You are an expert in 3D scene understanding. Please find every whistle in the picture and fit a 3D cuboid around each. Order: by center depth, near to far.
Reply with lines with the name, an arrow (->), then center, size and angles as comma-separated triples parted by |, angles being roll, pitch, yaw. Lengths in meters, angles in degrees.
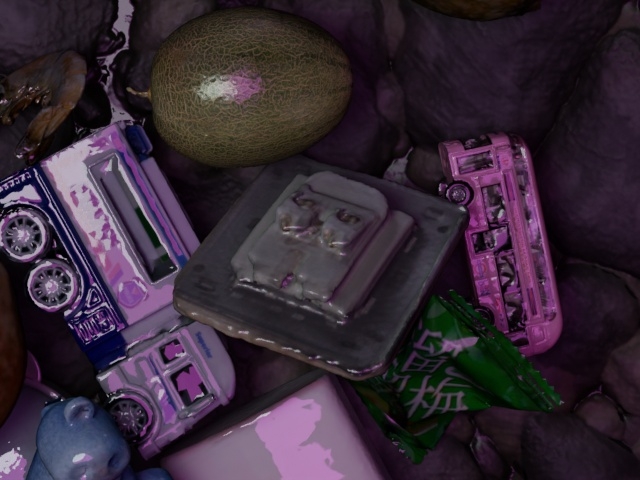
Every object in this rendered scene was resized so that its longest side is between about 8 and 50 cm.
whistle -> -0.196, 0.235, 1.269 | 0.180, 0.093, 0.269 | -17, 126, -26

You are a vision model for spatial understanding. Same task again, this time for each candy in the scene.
candy -> 0.100, 0.112, 1.336 | 0.141, 0.203, 0.078 | 33, 55, -22

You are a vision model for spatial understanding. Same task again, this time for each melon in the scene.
melon -> -0.068, -0.130, 1.311 | 0.192, 0.139, 0.139 | -5, 96, -5

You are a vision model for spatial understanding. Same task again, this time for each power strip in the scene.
power strip -> 0.000, 0.000, 1.270 | 0.198, 0.213, 0.064 | 17, 137, 18

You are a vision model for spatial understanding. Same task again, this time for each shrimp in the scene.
shrimp -> -0.275, -0.088, 1.316 | 0.195, 0.148, 0.035 | -37, 126, 7

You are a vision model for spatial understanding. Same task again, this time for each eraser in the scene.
eraser -> -0.005, 0.269, 1.374 | 0.174, 0.095, 0.270 | -28, 96, 7

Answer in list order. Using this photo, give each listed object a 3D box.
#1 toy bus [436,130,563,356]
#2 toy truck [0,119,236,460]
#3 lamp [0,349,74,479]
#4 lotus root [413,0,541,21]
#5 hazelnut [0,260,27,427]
toy bus -> 0.158, 0.005, 1.367 | 0.090, 0.063, 0.203 | -13, 98, -3
toy truck -> -0.164, 0.042, 1.336 | 0.155, 0.124, 0.268 | -29, 94, -3
lamp -> -0.271, 0.226, 1.361 | 0.179, 0.108, 0.246 | -30, 96, 6
lotus root -> 0.074, -0.321, 1.283 | 0.142, 0.210, 0.314 | -27, 82, -9
hazelnut -> -0.335, 0.092, 1.263 | 0.181, 0.181, 0.212 | -25, 64, -24
